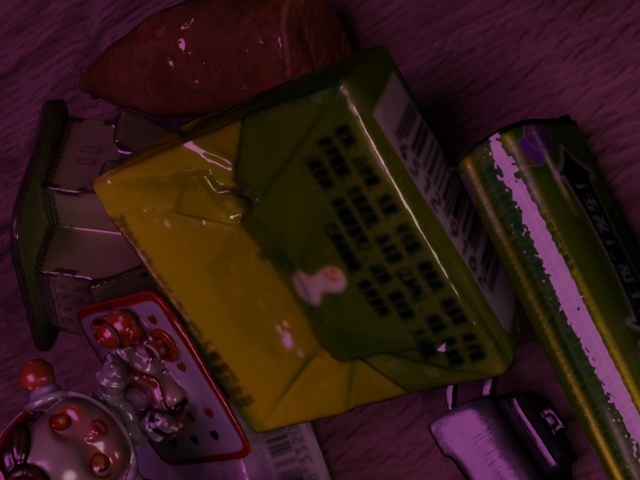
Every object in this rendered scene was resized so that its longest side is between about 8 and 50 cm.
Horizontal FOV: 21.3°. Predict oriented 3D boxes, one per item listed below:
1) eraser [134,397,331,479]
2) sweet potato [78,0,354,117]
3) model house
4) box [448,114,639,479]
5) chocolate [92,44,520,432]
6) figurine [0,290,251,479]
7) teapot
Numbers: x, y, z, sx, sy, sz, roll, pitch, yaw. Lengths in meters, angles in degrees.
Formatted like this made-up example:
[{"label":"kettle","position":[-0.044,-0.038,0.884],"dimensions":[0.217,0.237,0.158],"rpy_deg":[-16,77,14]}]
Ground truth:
[{"label":"eraser","position":[-0.054,0.356,1.667],"dimensions":[0.213,0.082,0.397],"rpy_deg":[-30,75,33]},{"label":"sweet potato","position":[-0.115,-0.180,1.665],"dimensions":[0.336,0.131,0.131],"rpy_deg":[2,93,44]},{"label":"model house","position":[-0.150,-0.001,1.707],"dimensions":[0.278,0.218,0.205],"rpy_deg":[6,53,5]},{"label":"box","position":[0.230,0.065,1.421],"dimensions":[0.097,0.134,0.345],"rpy_deg":[-33,74,32]},{"label":"chocolate","position":[0.000,0.000,1.516],"dimensions":[0.288,0.137,0.301],"rpy_deg":[-19,111,34]},{"label":"figurine","position":[-0.219,0.187,1.542],"dimensions":[0.160,0.226,0.183],"rpy_deg":[-15,108,52]},{"label":"teapot","position":[0.175,0.181,1.497],"dimensions":[0.096,0.087,0.177],"rpy_deg":[-42,69,24]}]
